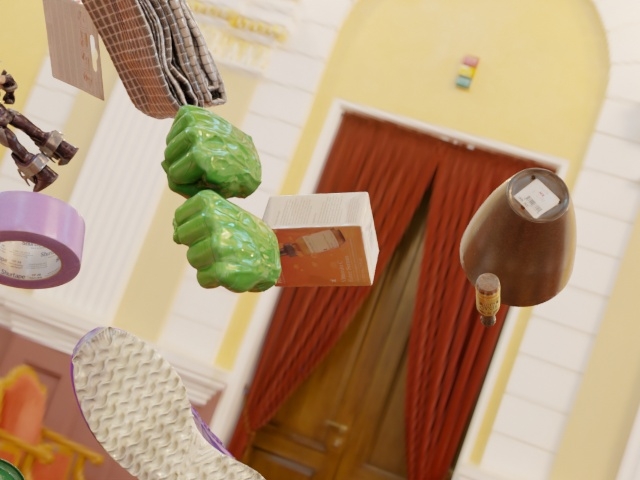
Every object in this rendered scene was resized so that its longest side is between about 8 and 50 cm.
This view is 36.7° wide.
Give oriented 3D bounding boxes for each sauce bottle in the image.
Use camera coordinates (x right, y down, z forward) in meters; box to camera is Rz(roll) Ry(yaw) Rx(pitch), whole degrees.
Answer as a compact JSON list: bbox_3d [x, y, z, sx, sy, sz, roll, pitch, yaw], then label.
[{"bbox_3d":[0.286,0.104,1.641,0.042,0.042,0.128,17,-29,23],"label":"sauce bottle"}]

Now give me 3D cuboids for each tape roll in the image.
[{"bbox_3d":[-0.492,0.002,1.614,0.188,0.080,0.189,-2,-32,-1],"label":"tape roll"}]

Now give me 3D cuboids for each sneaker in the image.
[{"bbox_3d":[-0.177,0.207,1.021,0.146,0.102,0.293,9,-43,58],"label":"sneaker"}]

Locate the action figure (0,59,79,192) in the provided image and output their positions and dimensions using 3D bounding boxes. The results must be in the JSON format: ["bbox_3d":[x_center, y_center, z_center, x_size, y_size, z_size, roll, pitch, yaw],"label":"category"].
[{"bbox_3d":[-0.610,-0.226,1.857,0.099,0.185,0.285,-10,-50,49],"label":"action figure"}]

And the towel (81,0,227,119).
[{"bbox_3d":[-0.298,-0.351,1.706,0.235,0.121,0.284,15,-49,62],"label":"towel"}]

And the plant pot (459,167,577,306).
[{"bbox_3d":[0.368,-0.024,1.725,0.215,0.215,0.230,19,-24,11],"label":"plant pot"}]

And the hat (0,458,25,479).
[{"bbox_3d":[-0.613,0.507,1.787,0.172,0.209,0.183,2,-12,-26],"label":"hat"}]

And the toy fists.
[{"bbox_3d":[-0.145,-0.057,1.312,0.096,0.279,0.142,-23,-27,23],"label":"toy fists"}]

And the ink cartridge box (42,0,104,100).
[{"bbox_3d":[-0.480,-0.399,1.950,0.066,0.189,0.232,-23,34,-39],"label":"ink cartridge box"}]

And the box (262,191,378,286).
[{"bbox_3d":[0.000,0.000,1.594,0.170,0.091,0.130,-2,-50,14],"label":"box"}]
